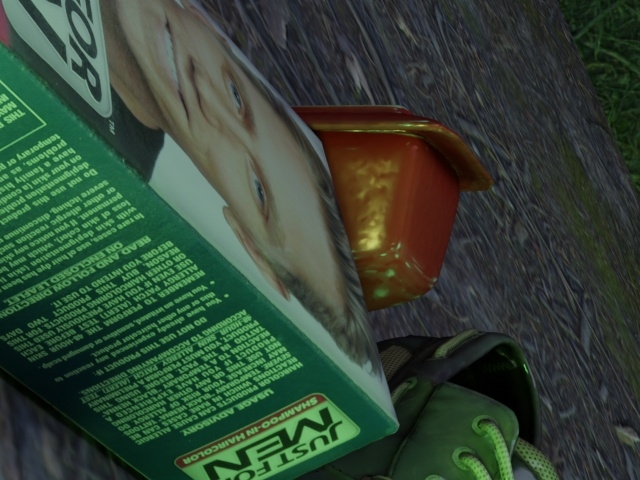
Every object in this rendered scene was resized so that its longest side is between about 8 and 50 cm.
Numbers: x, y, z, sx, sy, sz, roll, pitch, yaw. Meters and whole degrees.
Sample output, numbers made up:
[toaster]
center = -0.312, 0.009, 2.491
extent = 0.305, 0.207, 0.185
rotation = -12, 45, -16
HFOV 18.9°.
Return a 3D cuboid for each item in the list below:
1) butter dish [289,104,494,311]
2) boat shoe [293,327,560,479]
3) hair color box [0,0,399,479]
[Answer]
[butter dish]
center = 0.000, 0.000, 0.971
extent = 0.160, 0.160, 0.118
rotation = 33, 58, -73
[boat shoe]
center = 0.046, 0.123, 0.890
extent = 0.132, 0.130, 0.355
rotation = 58, 15, -17
[hair color box]
center = -0.104, -0.048, 0.732
extent = 0.347, 0.105, 0.174
rotation = 47, 22, -48
